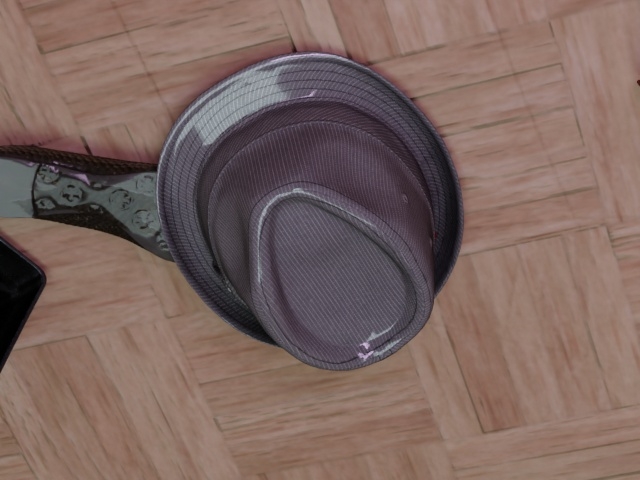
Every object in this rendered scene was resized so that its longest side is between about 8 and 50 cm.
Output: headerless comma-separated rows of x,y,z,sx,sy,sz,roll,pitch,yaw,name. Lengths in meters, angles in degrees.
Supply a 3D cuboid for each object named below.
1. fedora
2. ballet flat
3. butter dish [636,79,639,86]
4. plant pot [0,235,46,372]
0.000,0.000,1.323,0.243,0.124,0.275,-23,121,5,fedora
-0.172,-0.035,1.391,0.249,0.058,0.084,10,108,-7,ballet flat
0.334,-0.126,1.223,0.160,0.160,0.118,16,102,-6,butter dish
-0.381,0.068,1.417,0.187,0.188,0.167,42,133,-21,plant pot
